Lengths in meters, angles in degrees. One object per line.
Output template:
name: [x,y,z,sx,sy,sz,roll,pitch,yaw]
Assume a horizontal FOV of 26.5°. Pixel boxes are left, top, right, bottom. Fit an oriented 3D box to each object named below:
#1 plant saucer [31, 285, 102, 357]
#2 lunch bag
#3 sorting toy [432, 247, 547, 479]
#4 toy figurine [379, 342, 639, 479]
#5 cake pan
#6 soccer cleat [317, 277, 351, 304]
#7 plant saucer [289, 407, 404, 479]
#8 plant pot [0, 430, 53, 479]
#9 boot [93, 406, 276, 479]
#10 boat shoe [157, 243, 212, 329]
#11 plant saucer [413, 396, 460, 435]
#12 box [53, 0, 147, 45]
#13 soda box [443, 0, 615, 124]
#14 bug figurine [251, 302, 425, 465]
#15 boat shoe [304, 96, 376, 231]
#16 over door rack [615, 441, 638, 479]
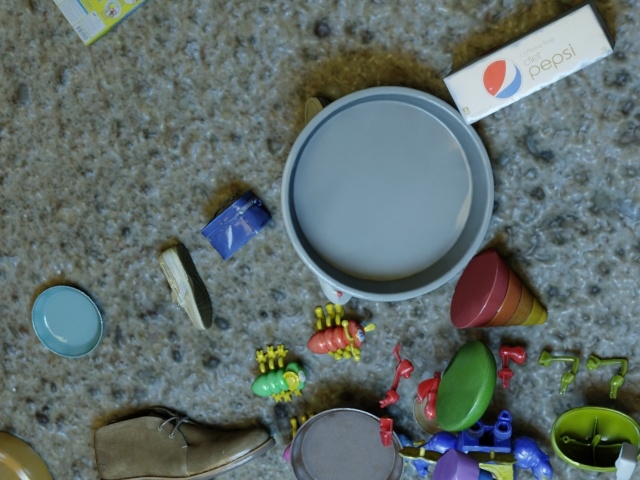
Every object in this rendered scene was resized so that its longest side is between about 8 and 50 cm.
plant saucer: [-0.391,0.124,2.114,0.119,0.021,0.119,5,108,14]
lunch bag: [-0.123,-0.028,1.968,0.098,0.067,0.065,-41,94,22]
sorting toy: [0.242,0.192,1.840,0.126,0.365,0.127,22,149,-18]
toy figurine: [0.262,0.287,1.956,0.362,0.191,0.217,1,143,1]
cake pan: [0.089,-0.065,1.854,0.293,0.054,0.293,-1,98,-7]
soccer cleat: [0.000,0.000,1.953,0.076,0.068,0.196,4,118,45]
plant saucer: [0.040,0.314,1.984,0.168,0.029,0.168,2,111,6]
plant pot: [-0.557,0.434,2.170,0.205,0.188,0.205,4,108,14]
boot: [-0.218,0.312,2.090,0.305,0.112,0.115,-13,93,21]
boat shoe: [-0.203,0.073,2.036,0.045,0.050,0.135,-20,91,23]
plant saucer: [0.179,0.251,2.005,0.083,0.015,0.083,5,109,14]
box: [-0.291,-0.369,1.917,0.179,0.043,0.105,-32,97,24]
soda box: [0.275,-0.236,1.793,0.216,0.069,0.074,-26,99,20]
bug figurine: [0.018,0.243,2.016,0.216,0.072,0.279,-20,102,20]
boat shoe: [0.040,-0.113,1.913,0.065,0.075,0.206,-25,96,-23]
over door rack: [0.486,0.410,1.833,0.239,0.108,0.324,17,130,9]
